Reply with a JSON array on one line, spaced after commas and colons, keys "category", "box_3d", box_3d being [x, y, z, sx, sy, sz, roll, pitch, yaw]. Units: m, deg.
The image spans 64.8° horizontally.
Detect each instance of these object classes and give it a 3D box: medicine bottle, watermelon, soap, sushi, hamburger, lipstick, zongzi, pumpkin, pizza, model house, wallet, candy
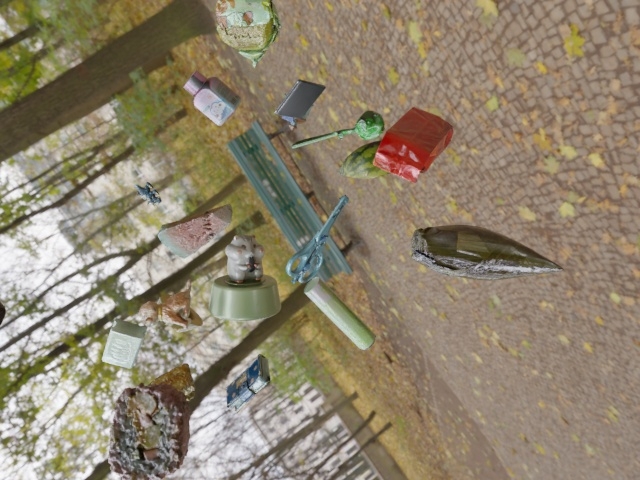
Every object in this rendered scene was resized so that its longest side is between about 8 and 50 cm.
[{"category": "medicine bottle", "box_3d": [-0.396, -0.521, 1.824, 0.188, 0.094, 0.119, 38, 134, -23]}, {"category": "watermelon", "box_3d": [0.228, -0.340, 2.046, 0.159, 0.303, 0.129, -125, 21, -68]}, {"category": "soap", "box_3d": [-0.725, 0.382, 1.862, 0.119, 0.198, 0.067, 21, -142, -14]}, {"category": "watermelon", "box_3d": [-0.386, -0.049, 1.599, 0.154, 0.241, 0.095, 44, -152, -56]}, {"category": "sushi", "box_3d": [-0.491, 0.543, 1.454, 0.171, 0.236, 0.270, 84, -175, -80]}, {"category": "hamburger", "box_3d": [-0.236, -0.691, 1.649, 0.214, 0.125, 0.235, 17, 116, 11]}, {"category": "lipstick", "box_3d": [0.067, 0.244, 1.662, 0.304, 0.076, 0.076, 46, 174, -20]}, {"category": "zongzi", "box_3d": [0.586, 0.052, 1.844, 0.432, 0.403, 0.208, 13, 94, 60]}, {"category": "pumpkin", "box_3d": [-0.623, 0.330, 2.164, 0.217, 0.110, 0.217, 43, 178, 2]}, {"category": "pizza", "box_3d": [-0.604, 0.613, 1.998, 0.223, 0.323, 0.090, 8, 121, 39]}, {"category": "model house", "box_3d": [-0.124, -0.602, 2.401, 0.119, 0.149, 0.148, 27, -169, 24]}, {"category": "wallet", "box_3d": [-0.274, 0.539, 1.905, 0.059, 0.202, 0.141, 38, -165, -28]}, {"category": "candy", "box_3d": [0.058, -0.358, 1.704, 0.097, 0.323, 0.097, -14, -90, -87]}]

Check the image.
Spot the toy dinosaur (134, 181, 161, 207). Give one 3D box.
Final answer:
[{"category": "toy dinosaur", "box_3d": [-0.473, -0.127, 1.382, 0.083, 0.047, 0.030, 48, 177, -7]}]

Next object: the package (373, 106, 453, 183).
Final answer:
[{"category": "package", "box_3d": [0.359, -0.368, 1.889, 0.195, 0.423, 0.123, 28, 131, 16]}]

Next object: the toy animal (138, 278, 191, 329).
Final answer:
[{"category": "toy animal", "box_3d": [-0.574, 0.231, 1.872, 0.104, 0.185, 0.184, 144, 130, -85]}]

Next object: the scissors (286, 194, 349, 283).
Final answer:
[{"category": "scissors", "box_3d": [0.000, 0.000, 1.904, 0.032, 0.393, 0.180, 37, -170, 33]}]

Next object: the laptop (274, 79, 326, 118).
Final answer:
[{"category": "laptop", "box_3d": [-0.076, -0.520, 1.866, 0.180, 0.129, 0.016, -41, 61, 42]}]

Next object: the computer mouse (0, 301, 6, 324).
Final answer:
[{"category": "computer mouse", "box_3d": [-0.803, 0.125, 1.060, 0.269, 0.170, 0.100, 29, 139, 22]}]

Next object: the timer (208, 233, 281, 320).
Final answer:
[{"category": "timer", "box_3d": [-0.301, 0.132, 2.017, 0.291, 0.290, 0.316, -150, 60, -68]}]
